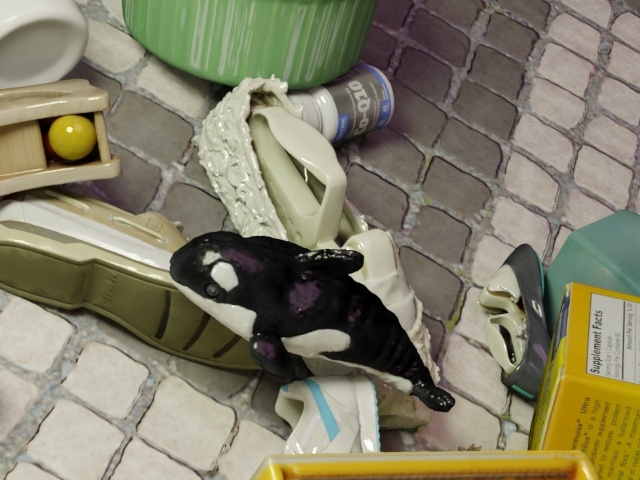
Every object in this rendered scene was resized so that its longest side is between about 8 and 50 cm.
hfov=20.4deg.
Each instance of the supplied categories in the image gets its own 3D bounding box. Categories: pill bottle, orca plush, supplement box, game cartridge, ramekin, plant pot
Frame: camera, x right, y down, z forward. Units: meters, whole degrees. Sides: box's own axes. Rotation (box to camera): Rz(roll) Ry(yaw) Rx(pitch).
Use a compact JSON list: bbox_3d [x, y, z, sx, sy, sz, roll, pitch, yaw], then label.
[{"bbox_3d":[0.010,-0.144,1.951,0.137,0.078,0.078,-21,64,-43],"label":"pill bottle"},{"bbox_3d":[0.011,0.060,1.593,0.287,0.102,0.151,37,36,-8],"label":"orca plush"},{"bbox_3d":[0.380,0.198,1.672,0.357,0.195,0.194,13,27,5],"label":"supplement box"},{"bbox_3d":[0.024,0.272,1.381,0.285,0.323,0.052,3,47,-30],"label":"game cartridge"},{"bbox_3d":[-0.338,-0.267,1.808,0.131,0.131,0.229,-9,56,-38],"label":"pill bottle"},{"bbox_3d":[-0.074,-0.289,1.930,0.303,0.148,0.303,9,33,-6],"label":"ramekin"},{"bbox_3d":[0.355,0.090,1.897,0.165,0.165,0.234,-20,56,-43],"label":"plant pot"}]

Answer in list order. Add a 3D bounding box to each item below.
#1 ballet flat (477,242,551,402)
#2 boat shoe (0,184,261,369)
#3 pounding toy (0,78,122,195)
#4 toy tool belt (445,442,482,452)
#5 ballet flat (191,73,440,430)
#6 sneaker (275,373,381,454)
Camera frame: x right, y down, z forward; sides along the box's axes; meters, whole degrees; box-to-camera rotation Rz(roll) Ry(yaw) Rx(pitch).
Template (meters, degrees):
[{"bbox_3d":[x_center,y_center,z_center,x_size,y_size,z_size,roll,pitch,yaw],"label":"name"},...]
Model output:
[{"bbox_3d":[0.203,0.078,1.873,0.074,0.074,0.203,14,47,-21],"label":"ballet flat"},{"bbox_3d":[-0.161,0.024,1.658,0.302,0.113,0.103,22,48,-11],"label":"boat shoe"},{"bbox_3d":[-0.323,-0.114,1.604,0.270,0.154,0.154,-8,18,-1],"label":"pounding toy"},{"bbox_3d":[0.143,0.222,1.720,0.083,0.052,0.051,21,11,-19],"label":"toy tool belt"},{"bbox_3d":[0.000,0.000,1.770,0.147,0.147,0.409,-13,59,-40],"label":"ballet flat"},{"bbox_3d":[0.011,0.225,1.609,0.092,0.087,0.228,0,49,-9],"label":"sneaker"}]
